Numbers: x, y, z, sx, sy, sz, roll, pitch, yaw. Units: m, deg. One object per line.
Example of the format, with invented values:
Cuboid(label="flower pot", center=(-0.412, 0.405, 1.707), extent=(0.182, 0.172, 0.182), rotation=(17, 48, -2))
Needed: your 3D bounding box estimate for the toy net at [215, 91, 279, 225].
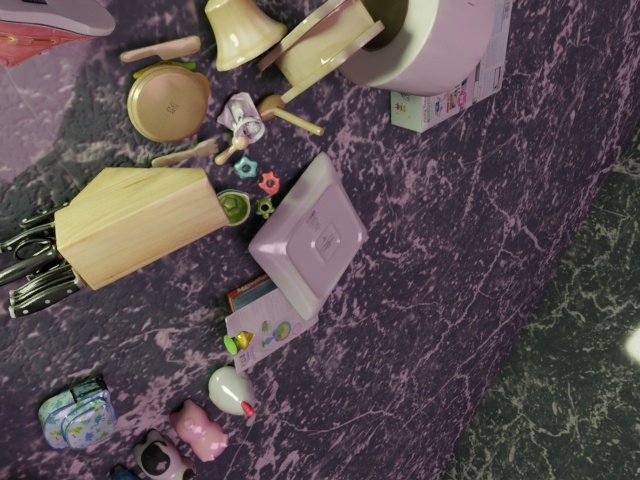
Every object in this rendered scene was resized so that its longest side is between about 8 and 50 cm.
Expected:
Cuboid(label="toy net", center=(-0.126, -0.137, 0.848), extent=(0.122, 0.045, 0.232), rotation=(1, 118, -15))

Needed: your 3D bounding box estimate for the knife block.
Cuboid(label="knife block", center=(-0.298, 0.006, 0.663), extent=(0.088, 0.275, 0.242), rotation=(71, 33, -43))

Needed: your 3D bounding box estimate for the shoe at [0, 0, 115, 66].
Cuboid(label="shoe", center=(-0.343, -0.259, 0.584), extent=(0.081, 0.063, 0.178), rotation=(-36, 176, 33))

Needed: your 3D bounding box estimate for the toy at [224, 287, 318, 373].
Cuboid(label="toy", center=(-0.108, 0.164, 1.032), extent=(0.237, 0.056, 0.137), rotation=(-30, 122, -42))

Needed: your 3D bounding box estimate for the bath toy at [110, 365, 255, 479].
Cuboid(label="bath toy", center=(-0.269, 0.436, 1.044), extent=(0.348, 0.129, 0.151), rotation=(-45, 138, -14))

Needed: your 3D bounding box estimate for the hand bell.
Cuboid(label="hand bell", center=(-0.158, -0.378, 0.672), extent=(0.126, 0.126, 0.242), rotation=(-43, 126, -16))

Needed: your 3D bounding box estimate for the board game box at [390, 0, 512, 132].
Cuboid(label="board game box", center=(0.293, -0.405, 1.082), extent=(0.303, 0.097, 0.224), rotation=(-31, 132, -29))

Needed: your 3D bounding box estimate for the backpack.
Cuboid(label="backpack", center=(-0.424, 0.311, 0.845), extent=(0.114, 0.084, 0.105), rotation=(-18, 124, -33))

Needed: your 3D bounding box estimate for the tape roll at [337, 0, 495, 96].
Cuboid(label="tape roll", center=(0.152, -0.385, 0.842), extent=(0.169, 0.246, 0.246), rotation=(-7, 119, -43))

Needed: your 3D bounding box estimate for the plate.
Cuboid(label="plate", center=(0.000, 0.000, 1.034), extent=(0.277, 0.045, 0.278), rotation=(-54, 136, -23))

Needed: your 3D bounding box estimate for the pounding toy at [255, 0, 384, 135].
Cuboid(label="pounding toy", center=(0.005, -0.278, 0.788), extent=(0.155, 0.269, 0.154), rotation=(51, 58, -17))

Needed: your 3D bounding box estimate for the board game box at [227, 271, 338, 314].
Cuboid(label="board game box", center=(-0.076, 0.113, 1.103), extent=(0.281, 0.027, 0.145), rotation=(-28, 131, -29))

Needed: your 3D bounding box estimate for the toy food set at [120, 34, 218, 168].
Cuboid(label="toy food set", center=(-0.231, -0.212, 0.743), extent=(0.132, 0.038, 0.192), rotation=(-23, 135, -24))
